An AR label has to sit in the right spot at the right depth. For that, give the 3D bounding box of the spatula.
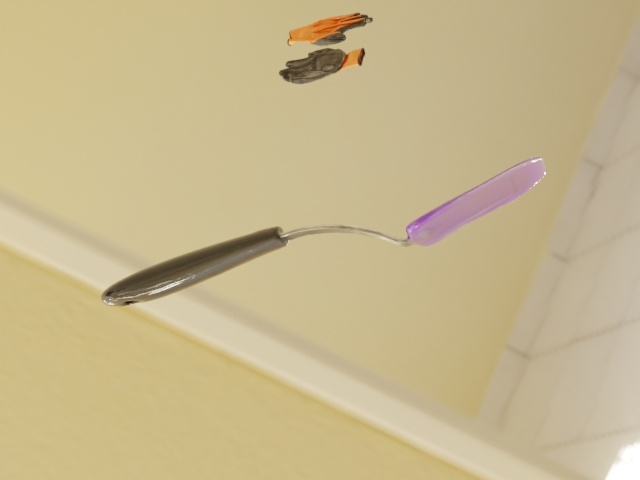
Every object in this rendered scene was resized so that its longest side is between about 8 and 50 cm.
[{"bbox_3d":[0.000,0.000,0.997,0.084,0.297,0.030,35,-137,-75],"label":"spatula"}]

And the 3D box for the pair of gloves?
[{"bbox_3d":[0.005,-0.157,1.280,0.074,0.010,0.083,-12,39,20],"label":"pair of gloves"}]
